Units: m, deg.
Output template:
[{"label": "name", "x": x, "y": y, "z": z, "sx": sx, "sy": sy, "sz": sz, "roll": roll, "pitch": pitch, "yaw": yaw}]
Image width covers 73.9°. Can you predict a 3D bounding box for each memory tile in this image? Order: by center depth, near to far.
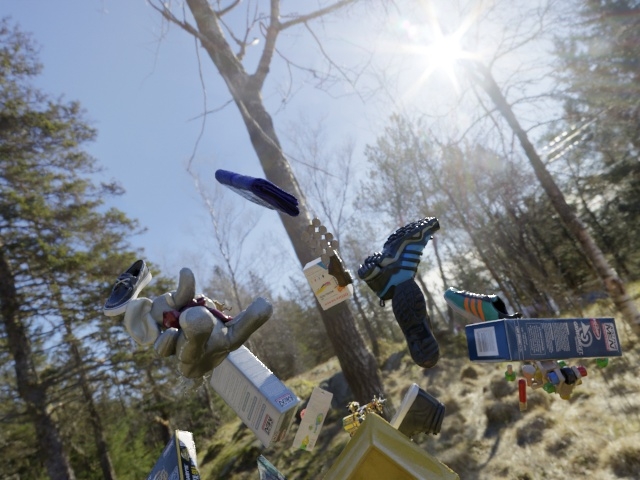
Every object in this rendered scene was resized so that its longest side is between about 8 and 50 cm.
[{"label": "memory tile", "x": 0.000, "y": 0.000, "z": 1.522, "sx": 0.012, "sy": 0.148, "sz": 0.113, "roll": -17, "pitch": 30, "yaw": 51}]

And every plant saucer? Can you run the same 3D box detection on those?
[{"label": "plant saucer", "x": 0.199, "y": 0.767, "z": 1.309, "sx": 0.333, "sy": 0.333, "sz": 0.081, "roll": -59, "pitch": -13, "yaw": 11}]

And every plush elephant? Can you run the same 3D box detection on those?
[{"label": "plush elephant", "x": -0.329, "y": 0.198, "z": 1.078, "sx": 0.272, "sy": 0.255, "sz": 0.330, "roll": -7, "pitch": -42, "yaw": -52}]

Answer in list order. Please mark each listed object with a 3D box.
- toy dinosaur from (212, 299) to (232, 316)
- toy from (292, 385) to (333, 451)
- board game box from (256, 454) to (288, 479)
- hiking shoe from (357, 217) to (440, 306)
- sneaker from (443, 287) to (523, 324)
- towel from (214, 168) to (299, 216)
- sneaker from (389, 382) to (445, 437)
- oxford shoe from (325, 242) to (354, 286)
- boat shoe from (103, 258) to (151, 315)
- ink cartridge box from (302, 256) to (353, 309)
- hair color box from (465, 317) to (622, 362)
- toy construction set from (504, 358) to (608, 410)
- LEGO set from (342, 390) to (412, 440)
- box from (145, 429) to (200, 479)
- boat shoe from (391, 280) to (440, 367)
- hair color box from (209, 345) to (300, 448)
[{"label": "toy dinosaur", "x": -0.500, "y": 0.353, "z": 2.155, "sx": 0.053, "sy": 0.092, "sz": 0.183, "roll": -66, "pitch": -17, "yaw": -45}, {"label": "toy", "x": -0.043, "y": 0.721, "z": 1.730, "sx": 0.056, "sy": 0.237, "sz": 0.137, "roll": 2, "pitch": -27, "yaw": 40}, {"label": "board game box", "x": -0.170, "y": 0.906, "z": 1.591, "sx": 0.026, "sy": 0.126, "sz": 0.186, "roll": -20, "pitch": 24, "yaw": -39}, {"label": "hiking shoe", "x": 0.246, "y": 0.050, "z": 1.253, "sx": 0.304, "sy": 0.132, "sz": 0.113, "roll": -38, "pitch": 13, "yaw": -15}, {"label": "sneaker", "x": 0.561, "y": 0.227, "z": 1.466, "sx": 0.108, "sy": 0.302, "sz": 0.121, "roll": 12, "pitch": -73, "yaw": -37}, {"label": "towel", "x": -0.227, "y": -0.184, "z": 1.530, "sx": 0.227, "sy": 0.308, "sz": 0.076, "roll": 32, "pitch": -97, "yaw": -40}, {"label": "sneaker", "x": 0.310, "y": 0.627, "z": 1.406, "sx": 0.296, "sy": 0.147, "sz": 0.104, "roll": -67, "pitch": -10, "yaw": 18}, {"label": "oxford shoe", "x": 0.064, "y": 0.118, "z": 2.014, "sx": 0.096, "sy": 0.227, "sz": 0.083, "roll": -28, "pitch": -7, "yaw": 14}, {"label": "boat shoe", "x": -0.777, "y": 0.180, "z": 1.705, "sx": 0.108, "sy": 0.102, "sz": 0.301, "roll": 0, "pitch": 29, "yaw": 10}, {"label": "ink cartridge box", "x": 0.042, "y": 0.203, "z": 2.184, "sx": 0.171, "sy": 0.233, "sz": 0.168, "roll": -28, "pitch": 5, "yaw": 9}, {"label": "hair color box", "x": 0.591, "y": 0.268, "z": 1.139, "sx": 0.347, "sy": 0.105, "sz": 0.174, "roll": 2, "pitch": -16, "yaw": -15}, {"label": "toy construction set", "x": 0.789, "y": 0.491, "z": 1.494, "sx": 0.308, "sy": 0.237, "sz": 0.257, "roll": -26, "pitch": 28, "yaw": -22}, {"label": "LEGO set", "x": 0.257, "y": 0.789, "z": 1.725, "sx": 0.192, "sy": 0.331, "sz": 0.255, "roll": -32, "pitch": -19, "yaw": 18}, {"label": "box", "x": -0.536, "y": 0.885, "z": 1.484, "sx": 0.079, "sy": 0.257, "sz": 0.322, "roll": 26, "pitch": -80, "yaw": -33}, {"label": "boat shoe", "x": 0.336, "y": 0.298, "z": 1.514, "sx": 0.122, "sy": 0.324, "sz": 0.120, "roll": -16, "pitch": -28, "yaw": 12}, {"label": "hair color box", "x": -0.265, "y": 0.594, "z": 1.665, "sx": 0.113, "sy": 0.374, "sz": 0.185, "roll": -8, "pitch": -56, "yaw": -50}]
